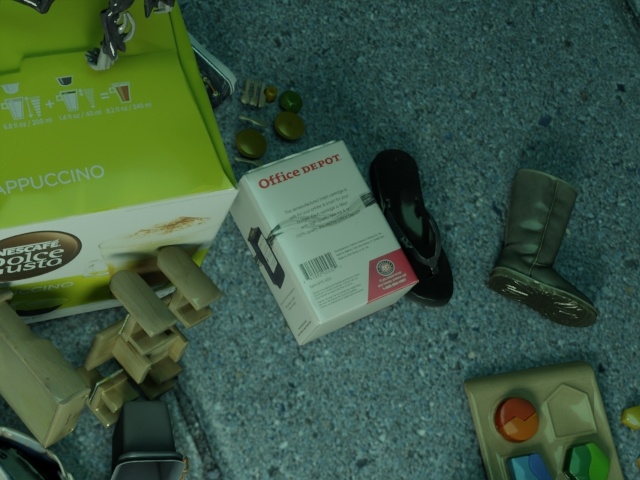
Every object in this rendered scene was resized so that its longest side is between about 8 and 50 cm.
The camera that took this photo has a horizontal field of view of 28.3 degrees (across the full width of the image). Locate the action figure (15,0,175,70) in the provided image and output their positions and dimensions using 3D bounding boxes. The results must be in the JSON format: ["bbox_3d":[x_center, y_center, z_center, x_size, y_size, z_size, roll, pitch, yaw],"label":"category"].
[{"bbox_3d":[-0.251,-0.292,1.433,0.275,0.141,0.164,6,59,3],"label":"action figure"}]

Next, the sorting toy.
[{"bbox_3d":[0.370,0.282,1.817,0.307,0.041,0.229,-7,69,-21],"label":"sorting toy"}]

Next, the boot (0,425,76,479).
[{"bbox_3d":[-0.314,0.326,1.518,0.258,0.123,0.095,38,61,1],"label":"boot"}]

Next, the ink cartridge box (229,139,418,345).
[{"bbox_3d":[0.000,0.000,1.786,0.172,0.100,0.237,-22,76,-26],"label":"ink cartridge box"}]

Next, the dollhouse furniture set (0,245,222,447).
[{"bbox_3d":[-0.280,0.114,1.554,0.161,0.212,0.242,46,47,16],"label":"dollhouse furniture set"}]

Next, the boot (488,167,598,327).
[{"bbox_3d":[0.355,0.009,1.928,0.189,0.076,0.209,29,54,-7],"label":"boot"}]

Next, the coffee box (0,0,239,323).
[{"bbox_3d":[-0.337,-0.113,1.589,0.337,0.334,0.338,-11,71,-23],"label":"coffee box"}]

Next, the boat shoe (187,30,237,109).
[{"bbox_3d":[-0.213,-0.258,1.851,0.183,0.065,0.083,38,59,0],"label":"boat shoe"}]

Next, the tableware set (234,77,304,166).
[{"bbox_3d":[-0.075,-0.164,1.882,0.104,0.024,0.154,14,62,-16],"label":"tableware set"}]

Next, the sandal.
[{"bbox_3d":[0.130,-0.022,1.866,0.097,0.054,0.255,-10,70,-22],"label":"sandal"}]

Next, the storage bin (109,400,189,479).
[{"bbox_3d":[-0.216,0.262,1.583,0.098,0.135,0.091,2,57,-18],"label":"storage bin"}]
